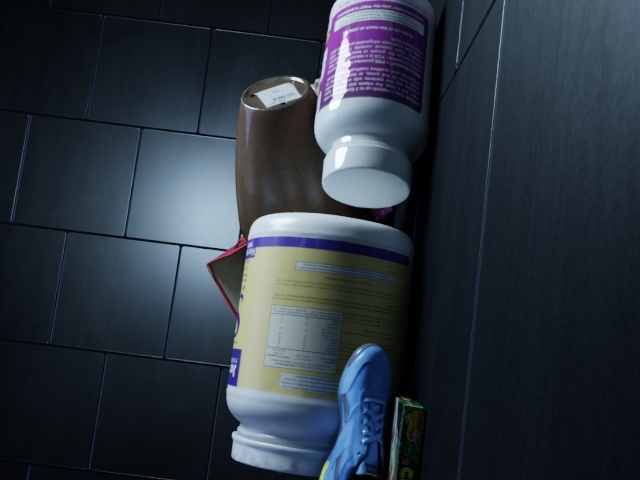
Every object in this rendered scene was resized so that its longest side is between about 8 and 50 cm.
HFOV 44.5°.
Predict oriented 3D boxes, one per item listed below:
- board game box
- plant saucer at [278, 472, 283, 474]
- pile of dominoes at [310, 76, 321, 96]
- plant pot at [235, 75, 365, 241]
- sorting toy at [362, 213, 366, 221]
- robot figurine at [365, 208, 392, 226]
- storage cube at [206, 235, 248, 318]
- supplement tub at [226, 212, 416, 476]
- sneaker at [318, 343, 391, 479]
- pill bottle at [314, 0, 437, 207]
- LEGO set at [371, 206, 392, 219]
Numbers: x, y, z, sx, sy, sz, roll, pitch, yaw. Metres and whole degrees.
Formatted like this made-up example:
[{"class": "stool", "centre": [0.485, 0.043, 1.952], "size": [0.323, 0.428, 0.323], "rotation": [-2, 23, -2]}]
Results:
[{"class": "board game box", "centre": [0.085, 0.312, 0.898], "size": [0.136, 0.030, 0.259], "rotation": [119, 159, -85]}, {"class": "plant saucer", "centre": [0.009, 0.239, 1.337], "size": [0.259, 0.048, 0.258], "rotation": [-33, 35, 34]}, {"class": "pile of dominoes", "centre": [0.074, -0.233, 1.398], "size": [0.196, 0.040, 0.251], "rotation": [63, 156, 0]}, {"class": "plant pot", "centre": [-0.048, -0.134, 1.244], "size": [0.215, 0.215, 0.230], "rotation": [-83, -14, -51]}, {"class": "sorting toy", "centre": [0.000, 0.000, 1.599], "size": [0.089, 0.255, 0.257], "rotation": [-55, -36, -33]}, {"class": "robot figurine", "centre": [0.071, -0.118, 1.643], "size": [0.278, 0.209, 0.173], "rotation": [99, -166, -65]}, {"class": "storage cube", "centre": [-0.050, 0.059, 1.420], "size": [0.184, 0.215, 0.193], "rotation": [-25, 9, 45]}, {"class": "supplement tub", "centre": [-0.001, 0.144, 1.089], "size": [0.241, 0.241, 0.331], "rotation": [96, -178, -81]}, {"class": "sneaker", "centre": [0.056, 0.231, 0.933], "size": [0.082, 0.069, 0.209], "rotation": [7, 83, 64]}, {"class": "pill bottle", "centre": [0.079, -0.208, 1.143], "size": [0.169, 0.169, 0.301], "rotation": [97, -179, -67]}, {"class": "LEGO set", "centre": [0.094, -0.146, 1.275], "size": [0.227, 0.087, 0.093], "rotation": [63, 173, -15]}]
